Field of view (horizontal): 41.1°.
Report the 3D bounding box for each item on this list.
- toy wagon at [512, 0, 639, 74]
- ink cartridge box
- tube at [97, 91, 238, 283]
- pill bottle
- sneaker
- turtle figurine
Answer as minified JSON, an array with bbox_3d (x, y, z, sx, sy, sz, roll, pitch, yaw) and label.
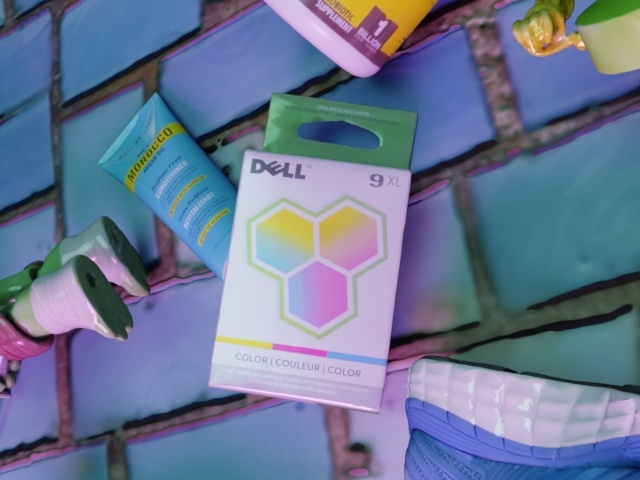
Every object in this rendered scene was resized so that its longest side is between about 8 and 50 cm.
[{"bbox_3d":[0.250,-0.138,0.359,0.344,0.267,0.068,-19,109,38],"label":"toy wagon"},{"bbox_3d":[0.000,0.000,0.560,0.109,0.062,0.209,8,82,5],"label":"ink cartridge box"},{"bbox_3d":[-0.106,-0.040,0.675,0.080,0.052,0.207,-47,53,0],"label":"tube"},{"bbox_3d":[0.057,-0.224,0.569,0.215,0.117,0.117,-49,58,13],"label":"pill bottle"},{"bbox_3d":[0.149,0.140,0.373,0.330,0.129,0.147,-6,71,62],"label":"sneaker"},{"bbox_3d":[-0.252,0.115,0.664,0.266,0.198,0.275,-27,75,8],"label":"turtle figurine"}]
